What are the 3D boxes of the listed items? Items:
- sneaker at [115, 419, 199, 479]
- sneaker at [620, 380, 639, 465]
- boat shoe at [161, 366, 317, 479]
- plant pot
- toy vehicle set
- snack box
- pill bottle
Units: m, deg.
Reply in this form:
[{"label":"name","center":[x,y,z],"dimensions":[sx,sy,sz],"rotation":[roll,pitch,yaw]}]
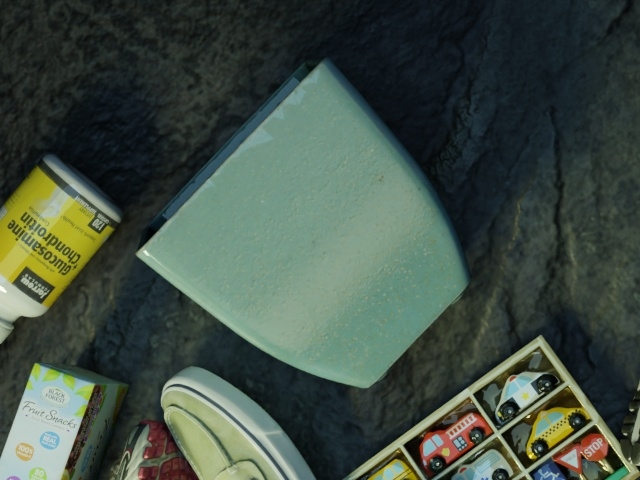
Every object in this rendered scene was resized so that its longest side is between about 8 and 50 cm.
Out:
[{"label":"sneaker","center":[-0.202,0.321,1.813],"dimensions":[0.112,0.121,0.299],"rotation":[7,79,31]},{"label":"sneaker","center":[0.362,0.128,1.781],"dimensions":[0.094,0.081,0.209],"rotation":[21,83,-13]},{"label":"boat shoe","center":[-0.059,0.255,1.788],"dimensions":[0.302,0.109,0.094],"rotation":[48,53,8]},{"label":"plant pot","center":[0.000,0.000,1.760],"dimensions":[0.252,0.248,0.247],"rotation":[44,91,-6]},{"label":"toy vehicle set","center":[0.158,0.238,1.809],"dimensions":[0.267,0.035,0.166],"rotation":[-37,81,3]},{"label":"snack box","center":[-0.264,0.225,1.798],"dimensions":[0.070,0.174,0.207],"rotation":[20,86,6]},{"label":"pill bottle","center":[-0.291,0.011,1.860],"dimensions":[0.103,0.103,0.184],"rotation":[40,90,10]}]
